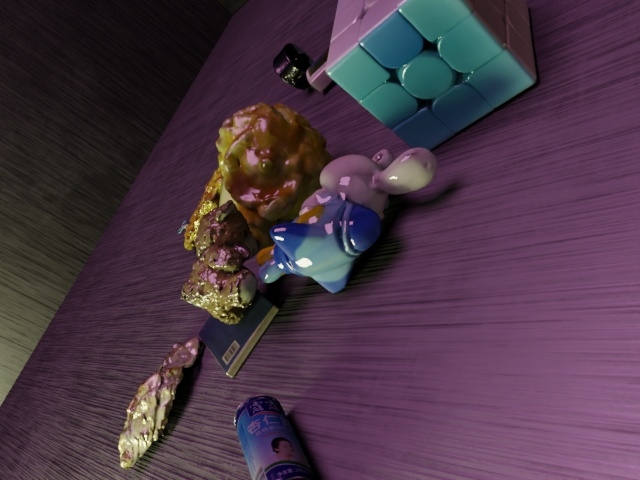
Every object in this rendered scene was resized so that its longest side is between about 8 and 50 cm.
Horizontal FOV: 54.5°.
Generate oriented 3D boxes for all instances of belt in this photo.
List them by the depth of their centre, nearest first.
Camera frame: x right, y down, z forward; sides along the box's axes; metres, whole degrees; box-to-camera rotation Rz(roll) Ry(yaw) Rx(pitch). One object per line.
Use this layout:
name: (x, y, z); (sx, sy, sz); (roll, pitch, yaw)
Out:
belt: (-0.077, -0.584, 2.084); (0.078, 0.151, 0.198); (-44, 18, 28)

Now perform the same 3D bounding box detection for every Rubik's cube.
Rubik's cube: (0.219, -0.409, 1.237); (0.290, 0.292, 0.291); (-30, 36, 38)

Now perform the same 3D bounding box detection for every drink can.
drink can: (-0.077, 0.361, 1.040); (0.097, 0.097, 0.235); (-53, 26, 3)

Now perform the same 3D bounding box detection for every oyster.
oyster: (-0.415, 0.388, 1.547); (0.201, 0.107, 0.354); (-28, 36, 47)

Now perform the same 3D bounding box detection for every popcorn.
popcorn: (-0.110, -0.173, 1.518); (0.279, 0.335, 0.274); (-31, 3, -24)

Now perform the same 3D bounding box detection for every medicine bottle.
medicine bottle: (0.052, -0.568, 1.930); (0.219, 0.078, 0.115); (-41, 28, 26)

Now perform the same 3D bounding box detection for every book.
book: (-0.205, 0.200, 1.511); (0.190, 0.025, 0.269); (-55, 27, -5)

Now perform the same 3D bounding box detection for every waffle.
waffle: (-0.369, -0.121, 2.047); (0.312, 0.060, 0.307); (-38, 32, 60)

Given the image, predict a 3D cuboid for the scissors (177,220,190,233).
scissors: (-0.498, -0.052, 2.289); (0.119, 0.014, 0.058); (-6, 54, 60)

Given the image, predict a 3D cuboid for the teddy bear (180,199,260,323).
teddy bear: (-0.219, 0.043, 1.411); (0.267, 0.156, 0.255); (123, 157, -64)

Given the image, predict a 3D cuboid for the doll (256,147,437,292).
doll: (0.035, -0.038, 1.259); (0.365, 0.187, 0.376); (-51, 1, -12)

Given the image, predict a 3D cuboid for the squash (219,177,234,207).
squash: (-0.197, -0.116, 1.689); (0.189, 0.189, 0.260); (-15, 42, 52)
